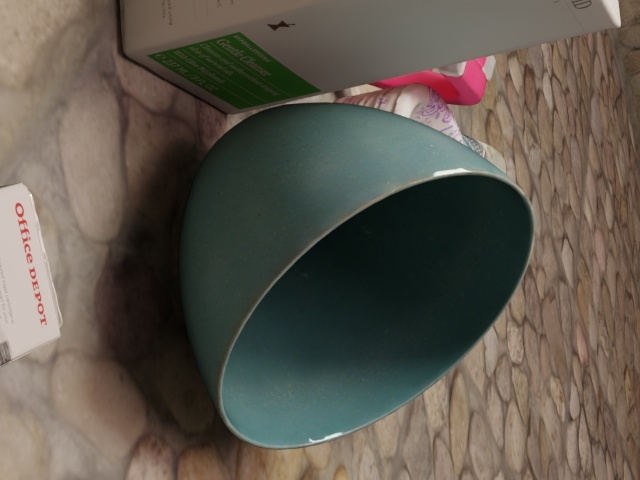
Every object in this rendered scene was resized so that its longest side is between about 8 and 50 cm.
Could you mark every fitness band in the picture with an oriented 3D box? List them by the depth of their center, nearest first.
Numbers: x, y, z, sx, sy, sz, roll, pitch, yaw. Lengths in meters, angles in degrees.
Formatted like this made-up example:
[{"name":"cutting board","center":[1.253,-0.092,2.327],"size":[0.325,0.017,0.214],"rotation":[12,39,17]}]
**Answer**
[{"name":"fitness band","center":[0.067,-0.196,1.216],"size":[0.291,0.209,0.054],"rotation":[18,86,-73]}]

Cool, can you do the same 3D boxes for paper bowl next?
[{"name":"paper bowl","center":[0.063,-0.011,1.221],"size":[0.284,0.148,0.284],"rotation":[-9,90,-68]}]

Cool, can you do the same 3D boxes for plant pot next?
[{"name":"plant pot","center":[0.000,0.000,0.967],"size":[0.195,0.290,0.290],"rotation":[52,4,35]}]

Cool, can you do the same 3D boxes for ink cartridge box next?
[{"name":"ink cartridge box","center":[-0.215,0.029,0.668],"size":[0.135,0.056,0.099],"rotation":[-28,108,-66]}]

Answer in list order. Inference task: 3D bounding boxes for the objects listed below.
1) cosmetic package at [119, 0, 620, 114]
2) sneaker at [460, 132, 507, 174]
[{"name":"cosmetic package","center":[0.040,-0.231,0.966],"size":[0.197,0.366,0.155],"rotation":[23,61,-63]},{"name":"sneaker","center":[0.177,-0.022,1.591],"size":[0.122,0.110,0.282],"rotation":[30,50,-40]}]
